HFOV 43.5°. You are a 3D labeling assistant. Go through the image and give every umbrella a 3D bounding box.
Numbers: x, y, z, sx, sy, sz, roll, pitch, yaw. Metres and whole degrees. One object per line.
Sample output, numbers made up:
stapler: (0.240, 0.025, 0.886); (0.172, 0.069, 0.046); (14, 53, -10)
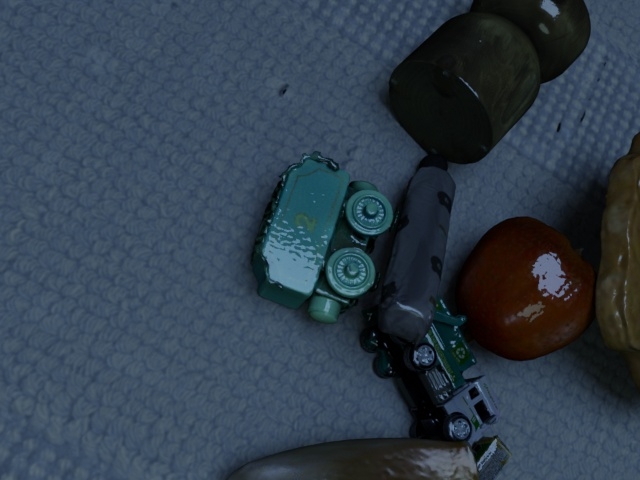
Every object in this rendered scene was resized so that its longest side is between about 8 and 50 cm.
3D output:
umbrella: (0.132, -0.005, 1.055); (0.073, 0.067, 0.337); (30, 42, -9)

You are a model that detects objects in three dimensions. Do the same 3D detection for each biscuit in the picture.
biscuit: (0.503, 0.039, 1.151); (0.365, 0.062, 0.385); (44, 54, -35)

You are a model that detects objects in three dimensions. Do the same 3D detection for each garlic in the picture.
garlic: (0.045, 0.311, 0.959); (0.318, 0.112, 0.143); (-6, 94, -13)

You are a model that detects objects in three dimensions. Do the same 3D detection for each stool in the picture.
stool: (0.246, -0.258, 1.165); (0.179, 0.179, 0.264); (46, 65, -3)

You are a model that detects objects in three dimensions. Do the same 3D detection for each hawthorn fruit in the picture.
hawthorn fruit: (0.265, 0.080, 1.099); (0.225, 0.196, 0.196); (-40, 92, 5)

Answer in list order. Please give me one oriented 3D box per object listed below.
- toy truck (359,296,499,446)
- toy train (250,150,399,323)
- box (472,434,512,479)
toy truck: (0.152, 0.164, 1.058); (0.116, 0.110, 0.216); (-27, 87, -28)
toy train: (0.000, 0.000, 1.048); (0.163, 0.112, 0.203); (20, 68, -6)
box: (0.171, 0.342, 1.047); (0.041, 0.050, 0.207); (47, 66, -6)
